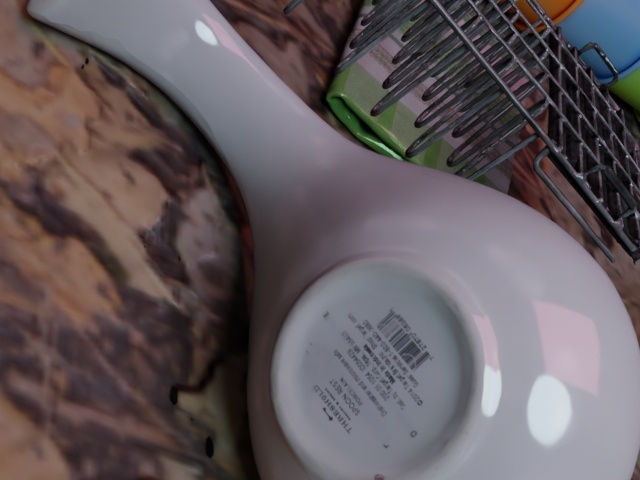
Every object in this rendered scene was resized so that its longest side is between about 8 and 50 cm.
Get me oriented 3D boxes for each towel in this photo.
[{"bbox_3d":[0.057,-0.077,0.668,0.113,0.023,0.152,40,38,-15],"label":"towel"}]

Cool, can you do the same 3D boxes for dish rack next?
[{"bbox_3d":[0.050,-0.104,0.576,0.271,0.074,0.208,48,25,-12],"label":"dish rack"}]

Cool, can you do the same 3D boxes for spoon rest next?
[{"bbox_3d":[0.000,0.000,0.450,0.276,0.137,0.084,54,15,24],"label":"spoon rest"}]

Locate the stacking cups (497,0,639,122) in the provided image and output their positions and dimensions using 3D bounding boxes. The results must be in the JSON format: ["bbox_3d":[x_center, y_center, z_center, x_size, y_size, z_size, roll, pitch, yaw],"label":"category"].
[{"bbox_3d":[0.165,-0.143,0.805,0.316,0.096,0.096,25,43,-27],"label":"stacking cups"}]
